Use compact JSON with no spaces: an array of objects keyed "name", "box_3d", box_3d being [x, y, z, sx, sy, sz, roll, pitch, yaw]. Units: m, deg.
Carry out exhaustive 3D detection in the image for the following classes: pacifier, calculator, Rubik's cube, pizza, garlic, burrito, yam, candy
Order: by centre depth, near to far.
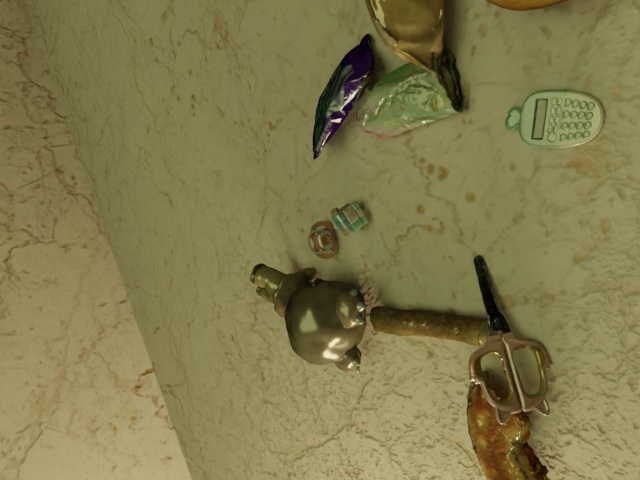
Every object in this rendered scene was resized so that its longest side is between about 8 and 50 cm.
[{"name":"calculator","box_3d":[0.390,-0.204,0.769,0.152,0.021,0.095,15,113,41]},{"name":"garlic","box_3d":[0.159,-0.453,0.804,0.196,0.151,0.339,21,108,41]},{"name":"burrito","box_3d":[0.167,-0.287,0.922,0.228,0.089,0.144,-16,88,44]},{"name":"pizza","box_3d":[0.384,0.419,0.931,0.161,0.085,0.306,-23,79,58]},{"name":"yam","box_3d":[0.239,0.188,1.019,0.299,0.066,0.066,-4,100,46]},{"name":"candy","box_3d":[0.042,-0.317,1.029,0.275,0.070,0.145,-52,25,41]},{"name":"Rubik's cube","box_3d":[0.070,-0.052,1.106,0.073,0.084,0.075,-15,95,68]},{"name":"pacifier","box_3d":[0.000,0.000,1.199,0.078,0.081,0.100,179,76,-74]}]

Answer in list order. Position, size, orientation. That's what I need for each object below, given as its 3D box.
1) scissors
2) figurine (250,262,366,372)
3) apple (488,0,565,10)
[{"name":"scissors","box_3d":[0.350,0.183,0.888,0.024,0.159,0.318,72,-173,-76]},{"name":"figurine","box_3d":[-0.036,0.176,1.191,0.380,0.203,0.249,28,125,38]},{"name":"apple","box_3d":[0.315,-0.454,0.617,0.234,0.256,0.257,130,117,-78]}]
